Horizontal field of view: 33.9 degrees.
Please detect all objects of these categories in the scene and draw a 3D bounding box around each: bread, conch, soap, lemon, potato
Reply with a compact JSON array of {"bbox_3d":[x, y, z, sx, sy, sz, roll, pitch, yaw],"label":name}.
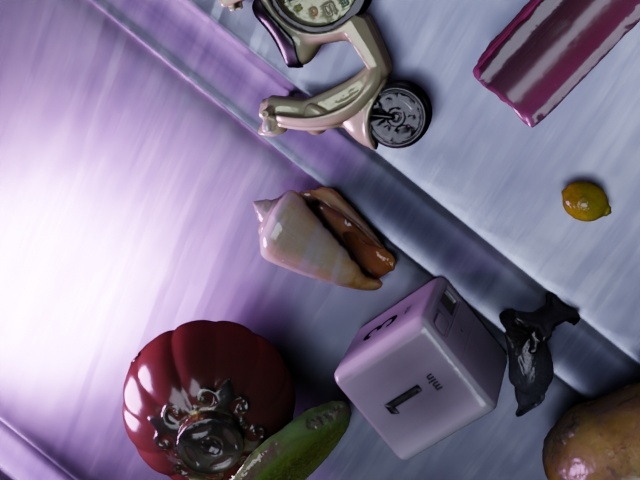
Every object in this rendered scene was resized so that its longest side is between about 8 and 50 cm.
[{"bbox_3d":[-0.061,0.392,1.825,0.045,0.301,0.301,47,119,23],"label":"bread"},{"bbox_3d":[-0.005,-0.003,1.761,0.255,0.127,0.158,37,87,-23],"label":"conch"},{"bbox_3d":[0.375,-0.342,1.434,0.128,0.233,0.359,41,116,-3],"label":"soap"},{"bbox_3d":[0.412,-0.059,1.628,0.083,0.062,0.062,24,115,9],"label":"lemon"},{"bbox_3d":[0.487,0.340,1.681,0.266,0.229,0.229,-13,106,17],"label":"potato"}]

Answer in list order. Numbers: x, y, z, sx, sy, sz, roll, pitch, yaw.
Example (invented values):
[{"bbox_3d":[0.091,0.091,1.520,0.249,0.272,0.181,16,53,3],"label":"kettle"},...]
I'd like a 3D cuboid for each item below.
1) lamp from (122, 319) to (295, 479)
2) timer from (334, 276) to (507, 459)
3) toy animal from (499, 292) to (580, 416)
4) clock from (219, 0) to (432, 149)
[{"bbox_3d":[-0.192,0.282,1.824,0.303,0.257,0.303,-3,116,-7],"label":"lamp"},{"bbox_3d":[0.169,0.209,1.732,0.195,0.192,0.194,-37,97,25],"label":"timer"},{"bbox_3d":[0.331,0.192,1.736,0.117,0.121,0.210,28,124,26],"label":"toy animal"},{"bbox_3d":[-0.005,-0.299,1.637,0.277,0.120,0.378,-17,100,18],"label":"clock"}]
